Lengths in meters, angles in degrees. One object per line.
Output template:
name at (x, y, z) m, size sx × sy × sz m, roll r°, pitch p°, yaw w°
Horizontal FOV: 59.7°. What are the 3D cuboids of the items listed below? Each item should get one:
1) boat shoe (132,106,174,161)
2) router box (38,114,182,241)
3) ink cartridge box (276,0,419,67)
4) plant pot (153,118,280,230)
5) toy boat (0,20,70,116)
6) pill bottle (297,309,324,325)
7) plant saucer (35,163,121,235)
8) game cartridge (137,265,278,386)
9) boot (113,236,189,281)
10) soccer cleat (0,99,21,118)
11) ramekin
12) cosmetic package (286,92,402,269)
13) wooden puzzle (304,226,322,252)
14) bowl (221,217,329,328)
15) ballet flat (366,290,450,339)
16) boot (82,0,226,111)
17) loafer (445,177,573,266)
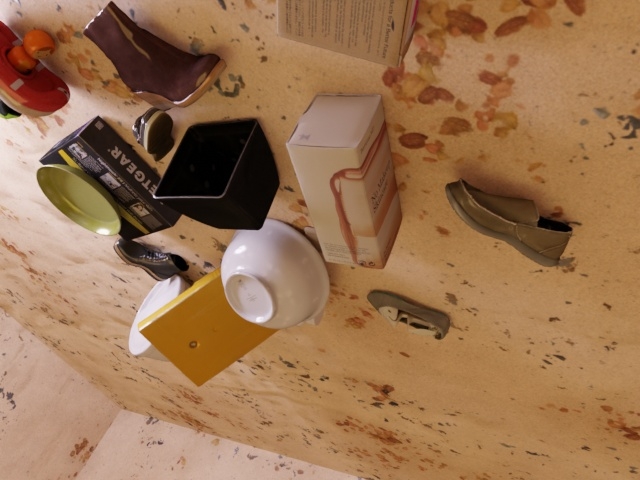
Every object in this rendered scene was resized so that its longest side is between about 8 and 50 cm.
boat shoe at (-0.355, -0.226, 1.159) m, size 0.073 × 0.080 × 0.223 m, roll 39°, pitch 168°, yaw -4°
router box at (-0.523, -0.143, 1.411) m, size 0.242 × 0.081 × 0.309 m, roll -11°, pitch 130°, yaw 42°
ink cartridge box at (0.042, -0.370, 0.737) m, size 0.193 × 0.088 × 0.235 m, roll 19°, pitch 144°, yaw 11°
plant pot at (-0.191, -0.119, 1.148) m, size 0.187 × 0.188 × 0.167 m, roll 2°, pitch 151°, yaw 31°
toy boat at (-0.611, -0.376, 1.152) m, size 0.151 × 0.151 × 0.231 m, roll -28°, pitch 122°, yaw 17°
pill bottle at (-0.080, 0.178, 1.508) m, size 0.169 × 0.094 × 0.094 m, roll 11°, pitch 142°, yaw 23°
plant saucer at (-0.599, -0.107, 1.403) m, size 0.240 × 0.037 × 0.241 m, roll 19°, pitch 145°, yaw 14°
game cartridge at (-0.302, 0.239, 1.592) m, size 0.285 × 0.323 × 0.053 m, roll 57°, pitch 176°, yaw -34°
boot at (-0.494, 0.041, 1.646) m, size 0.137 × 0.077 × 0.198 m, roll -18°, pitch 138°, yaw 40°
soccer cleat at (-0.785, -0.365, 1.334) m, size 0.072 × 0.060 × 0.179 m, roll 3°, pitch 145°, yaw 17°
ramekin at (-0.462, 0.246, 1.719) m, size 0.127 × 0.273 × 0.272 m, roll 33°, pitch 147°, yaw -30°
cosmetic package at (0.056, -0.101, 1.016) m, size 0.129 × 0.153 × 0.296 m, roll 7°, pitch 142°, yaw 24°
wooden puzzle at (0.000, 0.000, 1.302) m, size 0.116 × 0.014 × 0.079 m, roll 16°, pitch 139°, yaw 16°
bowl at (-0.135, 0.106, 1.347) m, size 0.297 × 0.134 × 0.298 m, roll 15°, pitch 125°, yaw 24°
ballet flat at (0.205, 0.183, 1.347) m, size 0.213 × 0.068 × 0.072 m, roll 17°, pitch 144°, yaw 15°
boot at (-0.305, -0.338, 1.005) m, size 0.248 × 0.090 × 0.207 m, roll -6°, pitch 136°, yaw 45°
loafer at (0.330, -0.048, 0.969) m, size 0.251 × 0.094 × 0.087 m, roll 26°, pitch 122°, yaw -14°
